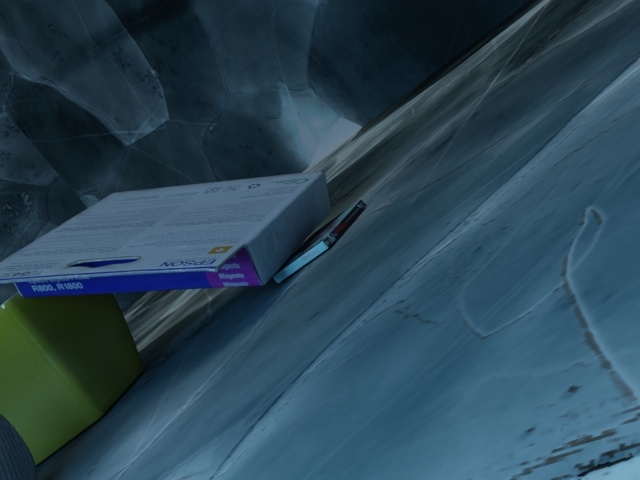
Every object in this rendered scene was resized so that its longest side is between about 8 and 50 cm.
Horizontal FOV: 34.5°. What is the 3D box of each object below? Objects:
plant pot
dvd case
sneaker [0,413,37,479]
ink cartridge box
[{"bbox_3d":[-0.364,0.166,1.357,0.212,0.187,0.212,-36,7,23],"label":"plant pot"},{"bbox_3d":[0.000,0.000,1.194,0.087,0.013,0.119,-35,8,35],"label":"dvd case"},{"bbox_3d":[-0.375,0.264,0.996,0.127,0.126,0.321,-33,8,4],"label":"sneaker"},{"bbox_3d":[-0.190,0.008,1.230,0.324,0.071,0.330,-4,21,23],"label":"ink cartridge box"}]
